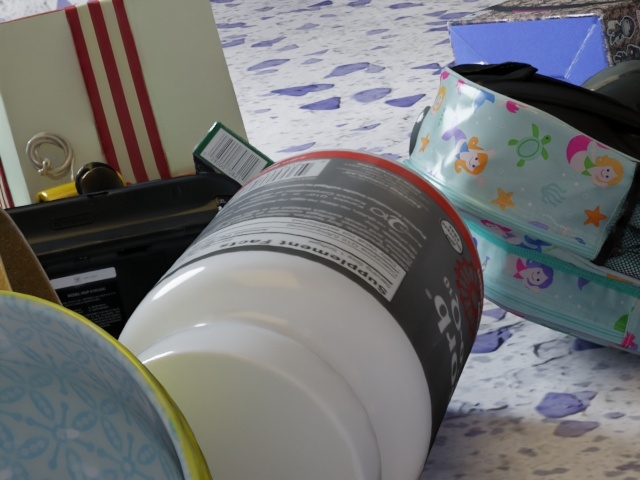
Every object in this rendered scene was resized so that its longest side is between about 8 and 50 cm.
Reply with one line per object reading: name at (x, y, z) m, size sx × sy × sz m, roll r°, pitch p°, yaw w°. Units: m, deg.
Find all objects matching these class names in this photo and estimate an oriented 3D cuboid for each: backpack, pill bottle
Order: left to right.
pill bottle at (-0.018, 0.085, 1.237) m, size 0.210 × 0.210 × 0.363 m, roll -4°, pitch 18°, yaw 15°
backpack at (0.187, -0.033, 1.457) m, size 0.253 × 0.191 × 0.225 m, roll 26°, pitch 8°, yaw -19°

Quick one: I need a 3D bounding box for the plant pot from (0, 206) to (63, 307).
plant pot at (-0.280, 0.133, 1.243) m, size 0.254 × 0.237 × 0.237 m, roll -24°, pitch 18°, yaw -1°

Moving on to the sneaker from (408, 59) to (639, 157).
sneaker at (0.260, -0.083, 1.857) m, size 0.341 × 0.125 × 0.139 m, roll -13°, pitch 44°, yaw -21°

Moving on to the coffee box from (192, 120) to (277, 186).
coffee box at (-0.027, -0.023, 1.627) m, size 0.040 × 0.184 × 0.113 m, roll -53°, pitch -6°, yaw -10°

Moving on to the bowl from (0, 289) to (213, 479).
bowl at (-0.166, 0.184, 1.007) m, size 0.289 × 0.289 × 0.156 m, roll -3°, pitch -19°, yaw 19°

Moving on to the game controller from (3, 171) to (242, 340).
game controller at (-0.190, 0.046, 1.508) m, size 0.319 × 0.166 × 0.067 m, roll -11°, pitch 2°, yaw -21°

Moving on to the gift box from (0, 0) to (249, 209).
gift box at (-0.199, -0.087, 1.832) m, size 0.255 × 0.258 × 0.276 m, roll -15°, pitch -2°, yaw -13°

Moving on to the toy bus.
toy bus at (-0.175, 0.001, 1.609) m, size 0.202 × 0.191 × 0.104 m, roll 25°, pitch -28°, yaw -10°

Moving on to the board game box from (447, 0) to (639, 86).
board game box at (0.332, -0.217, 2.124) m, size 0.291 × 0.141 × 0.232 m, roll -23°, pitch 18°, yaw -39°
